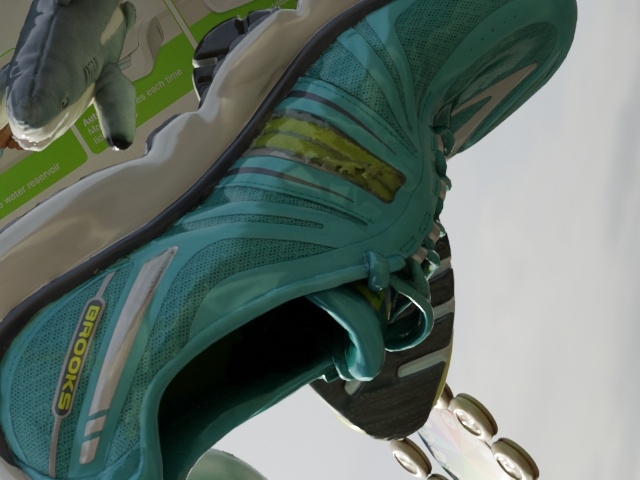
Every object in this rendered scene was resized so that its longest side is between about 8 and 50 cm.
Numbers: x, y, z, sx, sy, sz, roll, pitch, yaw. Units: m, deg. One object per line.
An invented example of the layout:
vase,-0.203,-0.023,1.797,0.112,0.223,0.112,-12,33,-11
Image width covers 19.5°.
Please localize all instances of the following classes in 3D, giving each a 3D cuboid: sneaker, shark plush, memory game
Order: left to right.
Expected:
shark plush,-0.104,-0.109,0.840,0.067,0.073,0.161,78,-147,-66
sneaker,0.000,0.000,0.634,0.275,0.110,0.107,-43,-33,-22
sneaker,0.007,0.000,0.822,0.094,0.081,0.208,80,172,-61
memory game,0.095,0.150,1.268,0.012,0.186,0.186,-41,-36,-21

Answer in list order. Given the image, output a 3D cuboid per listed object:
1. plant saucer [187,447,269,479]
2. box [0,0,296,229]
plant saucer,-0.073,0.231,1.271,0.195,0.037,0.195,13,-115,-31
box,-0.149,-0.131,1.034,0.231,0.262,0.127,57,165,-14
